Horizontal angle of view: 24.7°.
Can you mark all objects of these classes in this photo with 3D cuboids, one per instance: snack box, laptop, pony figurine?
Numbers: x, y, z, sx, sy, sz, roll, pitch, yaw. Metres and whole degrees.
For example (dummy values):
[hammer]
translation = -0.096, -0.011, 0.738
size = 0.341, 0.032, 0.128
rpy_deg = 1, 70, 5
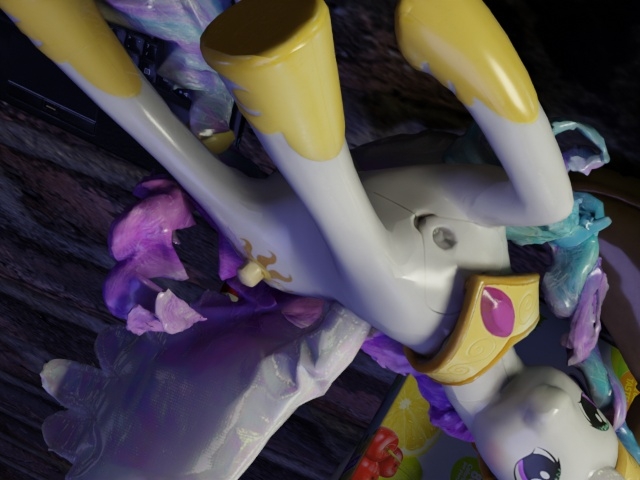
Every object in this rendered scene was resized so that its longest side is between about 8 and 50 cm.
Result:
[snack box]
translation = 0.123, 0.147, 0.999
size = 0.174, 0.207, 0.070
rpy_deg = 32, 158, 0
[laptop]
translation = -0.162, -0.141, 0.838
size = 0.234, 0.136, 0.264
rpy_deg = 26, 130, 14
[pony figurine]
translation = 0.000, 0.000, 0.701
size = 0.351, 0.303, 0.363
rpy_deg = 22, 151, 49

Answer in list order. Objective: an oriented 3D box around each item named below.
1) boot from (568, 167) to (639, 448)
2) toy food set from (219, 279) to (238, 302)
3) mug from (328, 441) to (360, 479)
[boot]
translation = 0.169, 0.124, 0.810
size = 0.236, 0.269, 0.089
rpy_deg = 37, 157, -13
[toy food set]
translation = -0.009, 0.042, 1.082
size = 0.111, 0.104, 0.232
rpy_deg = 42, 156, -25
[mug]
translation = 0.164, 0.314, 1.143
size = 0.328, 0.276, 0.374
rpy_deg = 47, -172, -22
